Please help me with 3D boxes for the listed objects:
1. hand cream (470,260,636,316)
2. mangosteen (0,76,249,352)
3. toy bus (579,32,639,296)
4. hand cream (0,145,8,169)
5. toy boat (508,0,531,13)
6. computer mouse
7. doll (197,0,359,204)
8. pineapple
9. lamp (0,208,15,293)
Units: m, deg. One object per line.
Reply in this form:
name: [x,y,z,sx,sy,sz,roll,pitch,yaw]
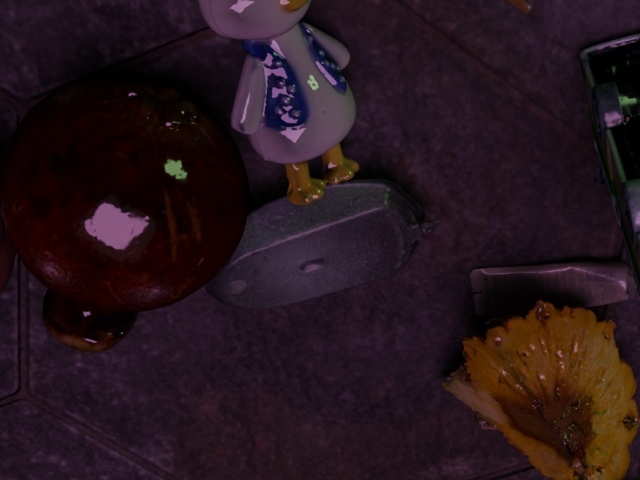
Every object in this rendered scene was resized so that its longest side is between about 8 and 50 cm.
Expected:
hand cream: [0.231,0.045,1.216,0.165,0.037,0.057,-5,120,13]
mangosteen: [-0.178,-0.014,1.080,0.215,0.215,0.258,18,117,-9]
toy bus: [0.302,-0.043,1.023,0.133,0.276,0.165,-10,130,9]
hand cream: [-0.223,-0.015,1.187,0.067,0.043,0.209,-35,118,21]
toy boat: [0.108,-0.266,1.013,0.206,0.072,0.064,38,116,-17]
computer mouse: [-0.003,-0.004,1.170,0.228,0.068,0.113,-16,137,-2]
doll: [-0.038,-0.168,1.050,0.138,0.119,0.293,-36,122,-28]
pineapple: [0.217,0.135,1.237,0.140,0.164,0.250,-46,110,-23]
lamp: [-0.401,0.031,1.071,0.239,0.305,0.305,47,120,27]
